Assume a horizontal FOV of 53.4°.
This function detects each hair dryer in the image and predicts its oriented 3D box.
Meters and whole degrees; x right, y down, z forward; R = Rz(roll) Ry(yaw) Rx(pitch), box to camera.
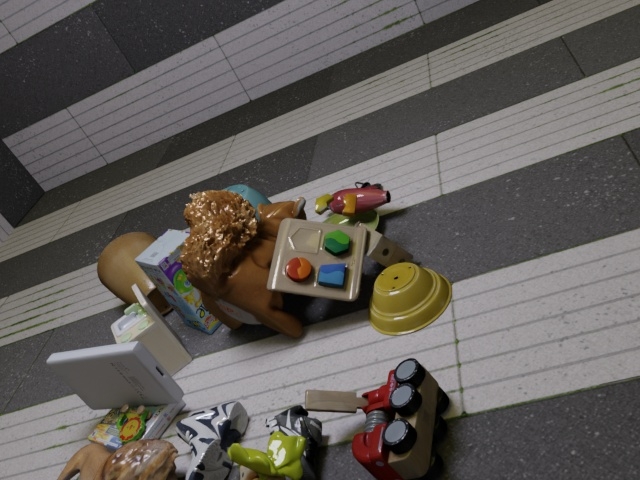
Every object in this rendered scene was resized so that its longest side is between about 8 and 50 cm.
[{"bbox_3d":[0.121,-0.147,1.950,0.224,0.080,0.293,-26,21,-16],"label":"hair dryer"}]

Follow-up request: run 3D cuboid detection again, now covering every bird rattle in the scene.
[{"bbox_3d":[-0.091,0.488,1.174,0.143,0.253,0.207,-4,-19,-29],"label":"bird rattle"}]

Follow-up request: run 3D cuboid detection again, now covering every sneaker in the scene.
[{"bbox_3d":[-0.037,0.413,1.299,0.106,0.078,0.234,-35,28,-4],"label":"sneaker"},{"bbox_3d":[-0.273,0.461,1.421,0.153,0.094,0.234,-15,33,28],"label":"sneaker"}]

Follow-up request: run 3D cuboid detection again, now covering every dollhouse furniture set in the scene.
[{"bbox_3d":[0.121,0.070,1.668,0.183,0.129,0.129,-57,32,2],"label":"dollhouse furniture set"}]

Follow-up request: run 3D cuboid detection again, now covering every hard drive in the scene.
[{"bbox_3d":[-0.520,0.347,1.611,0.308,0.203,0.040,-12,34,29],"label":"hard drive"}]

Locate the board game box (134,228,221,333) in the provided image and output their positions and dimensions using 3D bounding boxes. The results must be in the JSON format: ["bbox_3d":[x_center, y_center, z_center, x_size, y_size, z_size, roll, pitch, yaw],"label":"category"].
[{"bbox_3d":[-0.381,0.118,1.856,0.144,0.275,0.142,8,47,48],"label":"board game box"}]

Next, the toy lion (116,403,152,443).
[{"bbox_3d":[-0.470,0.457,1.578,0.100,0.034,0.096,-6,46,36],"label":"toy lion"}]

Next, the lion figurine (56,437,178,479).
[{"bbox_3d":[-0.502,0.535,1.457,0.392,0.142,0.240,2,49,39],"label":"lion figurine"}]

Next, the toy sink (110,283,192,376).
[{"bbox_3d":[-0.490,0.263,1.776,0.131,0.234,0.153,-37,31,-12],"label":"toy sink"}]

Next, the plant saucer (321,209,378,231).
[{"bbox_3d":[0.069,-0.013,1.898,0.241,0.037,0.241,-23,29,14],"label":"plant saucer"}]

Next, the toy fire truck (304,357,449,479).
[{"bbox_3d":[0.096,0.349,1.228,0.246,0.158,0.217,-25,28,33],"label":"toy fire truck"}]

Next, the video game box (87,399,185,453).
[{"bbox_3d":[-0.475,0.466,1.644,0.205,0.048,0.187,-1,38,40],"label":"video game box"}]

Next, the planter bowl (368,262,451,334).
[{"bbox_3d":[0.197,0.117,1.531,0.217,0.090,0.217,-22,31,14],"label":"planter bowl"}]

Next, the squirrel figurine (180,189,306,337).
[{"bbox_3d":[-0.180,0.013,1.714,0.281,0.397,0.370,-6,49,48],"label":"squirrel figurine"}]

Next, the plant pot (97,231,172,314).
[{"bbox_3d":[-0.576,0.135,2.096,0.237,0.237,0.254,-38,46,-13],"label":"plant pot"}]

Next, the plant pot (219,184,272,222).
[{"bbox_3d":[-0.253,-0.033,2.017,0.293,0.235,0.293,-22,31,14],"label":"plant pot"}]

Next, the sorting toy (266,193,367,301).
[{"bbox_3d":[0.000,0.000,1.611,0.229,0.041,0.307,6,59,7],"label":"sorting toy"}]
